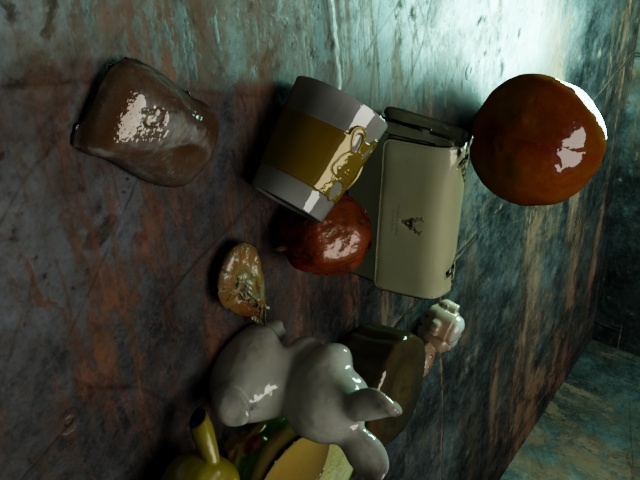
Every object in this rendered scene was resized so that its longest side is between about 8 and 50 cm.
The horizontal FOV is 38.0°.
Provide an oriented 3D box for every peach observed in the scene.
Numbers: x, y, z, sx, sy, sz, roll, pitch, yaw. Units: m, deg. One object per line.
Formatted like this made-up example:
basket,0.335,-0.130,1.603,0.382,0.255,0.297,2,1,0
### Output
peach,0.538,-0.252,2.362,0.302,0.343,0.342,3,106,-42

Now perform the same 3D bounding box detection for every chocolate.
chocolate,-0.232,-0.162,1.370,0.261,0.083,0.161,20,92,-61

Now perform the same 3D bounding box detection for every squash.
squash,0.034,0.544,2.296,0.219,0.041,0.219,-37,138,-44

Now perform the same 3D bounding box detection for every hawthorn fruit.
hawthorn fruit,0.013,-0.005,1.785,0.179,0.174,0.173,-30,133,-66

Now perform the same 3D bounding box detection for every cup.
cup,0.006,-0.151,1.674,0.241,0.185,0.226,34,84,-54

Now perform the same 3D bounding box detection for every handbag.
handbag,0.185,-0.074,1.964,0.160,0.237,0.358,-36,136,-48

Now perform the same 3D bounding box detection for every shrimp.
shrimp,-0.143,0.091,1.711,0.115,0.051,0.217,-45,144,-26

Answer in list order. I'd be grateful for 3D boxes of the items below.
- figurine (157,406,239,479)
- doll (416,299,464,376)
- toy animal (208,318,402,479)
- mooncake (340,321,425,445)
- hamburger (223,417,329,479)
figurine,-0.247,0.494,1.676,0.326,0.169,0.218,-54,163,-21
doll,0.290,0.291,2.498,0.278,0.119,0.154,-59,163,-6
toy animal,-0.025,0.304,1.739,0.241,0.368,0.196,-44,146,-57
mooncake,0.126,0.336,2.199,0.290,0.161,0.290,-37,136,-46
hamburger,-0.098,0.440,1.904,0.237,0.149,0.237,-32,137,-36
